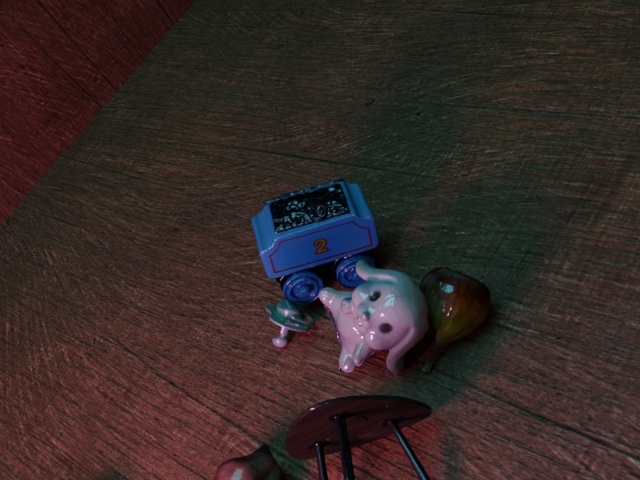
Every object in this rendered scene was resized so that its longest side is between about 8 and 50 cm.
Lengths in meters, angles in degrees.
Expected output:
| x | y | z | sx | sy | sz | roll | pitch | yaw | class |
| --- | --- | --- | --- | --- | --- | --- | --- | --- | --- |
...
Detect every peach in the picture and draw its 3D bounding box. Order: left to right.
| x | y | z | sx | sy | sz | roll | pitch | yaw | class |
| --- | --- | --- | --- | --- | --- | --- | --- | --- | --- |
| -0.158 | 0.534 | 1.664 | 0.152 | 0.152 | 0.152 | -19 | 44 | 20 | peach |

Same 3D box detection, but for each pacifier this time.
| x | y | z | sx | sy | sz | roll | pitch | yaw | class |
| --- | --- | --- | --- | --- | --- | --- | --- | --- | --- |
| -0.083 | 0.216 | 1.939 | 0.150 | 0.127 | 0.116 | -139 | 63 | -64 | pacifier |

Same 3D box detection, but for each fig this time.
| x | y | z | sx | sy | sz | roll | pitch | yaw | class |
| --- | --- | --- | --- | --- | --- | --- | --- | --- | --- |
| 0.287 | 0.173 | 1.707 | 0.160 | 0.230 | 0.143 | 15 | 21 | 22 | fig |

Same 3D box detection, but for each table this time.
| x | y | z | sx | sy | sz | roll | pitch | yaw | class |
| --- | --- | --- | --- | --- | --- | --- | --- | --- | --- |
| 0.080 | 0.463 | 1.471 | 0.317 | 0.317 | 0.249 | -25 | 57 | 14 | table |

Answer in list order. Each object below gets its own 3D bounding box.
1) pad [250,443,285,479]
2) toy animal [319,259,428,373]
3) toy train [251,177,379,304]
| x | y | z | sx | sy | sz | roll | pitch | yaw | class |
| --- | --- | --- | --- | --- | --- | --- | --- | --- | --- |
| -0.138 | 0.544 | 1.731 | 0.112 | 0.003 | 0.157 | -37 | 41 | -1 | pad |
| 0.131 | 0.180 | 1.707 | 0.174 | 0.249 | 0.289 | -17 | 15 | -24 | toy animal |
| 0.000 | 0.000 | 1.917 | 0.300 | 0.265 | 0.188 | -17 | 42 | -2 | toy train |
